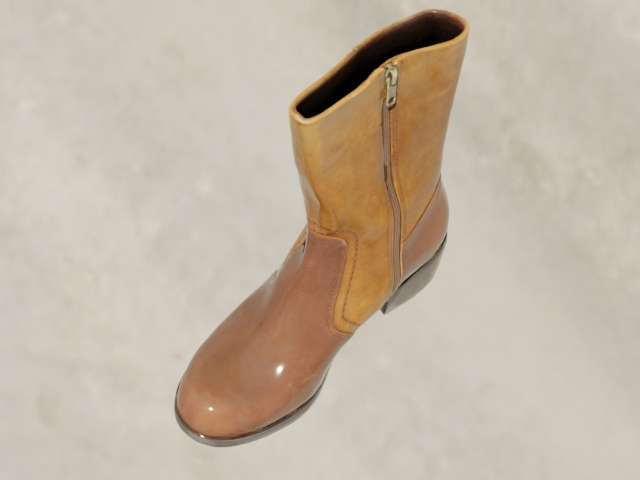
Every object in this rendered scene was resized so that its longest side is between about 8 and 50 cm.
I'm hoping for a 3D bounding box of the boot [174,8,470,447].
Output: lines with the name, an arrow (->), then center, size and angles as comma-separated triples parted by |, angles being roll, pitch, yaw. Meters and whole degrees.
boot -> 0.000, 0.000, 1.328 | 0.096, 0.264, 0.280 | 48, 158, 25
